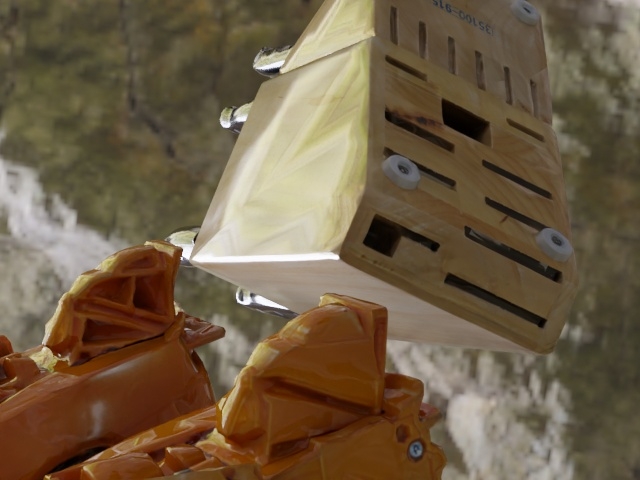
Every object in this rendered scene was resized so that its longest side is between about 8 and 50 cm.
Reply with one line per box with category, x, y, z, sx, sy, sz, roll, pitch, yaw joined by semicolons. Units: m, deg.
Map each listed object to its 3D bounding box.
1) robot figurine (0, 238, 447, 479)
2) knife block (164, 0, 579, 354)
robot figurine;-0.126;0.087;0.330;0.291;0.085;0.211;-21;-162;-29
knife block;0.000;0.000;0.651;0.088;0.242;0.275;24;-144;-16
